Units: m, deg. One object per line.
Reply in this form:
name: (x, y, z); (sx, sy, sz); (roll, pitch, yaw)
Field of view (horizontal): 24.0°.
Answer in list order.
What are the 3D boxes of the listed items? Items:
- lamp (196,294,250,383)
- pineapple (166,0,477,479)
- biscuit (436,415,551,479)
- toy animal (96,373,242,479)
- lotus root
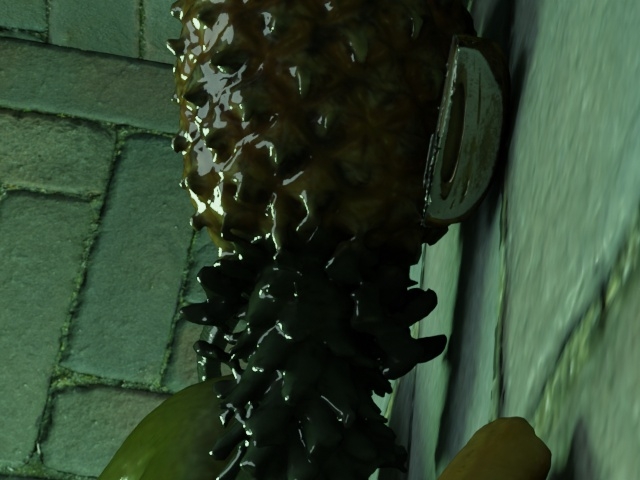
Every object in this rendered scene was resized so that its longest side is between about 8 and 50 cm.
lamp: (-0.045, 0.064, 1.133); (0.203, 0.124, 0.283); (-123, 40, -62)
pineapple: (0.001, -0.004, 0.704); (0.158, 0.157, 0.279); (108, 163, -73)
biscuit: (0.011, 0.160, 0.475); (0.144, 0.033, 0.224); (-47, -23, -37)
toy animal: (-0.058, 0.193, 0.767); (0.180, 0.181, 0.363); (-61, 4, 16)
lotus root: (0.063, -0.045, 0.641); (0.037, 0.030, 0.083); (-82, 3, -73)
